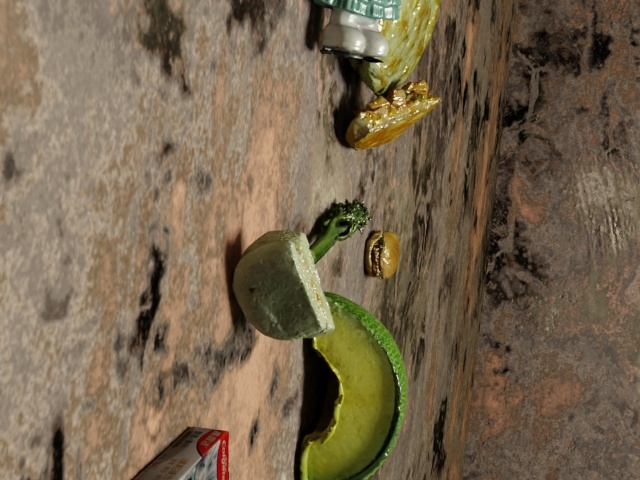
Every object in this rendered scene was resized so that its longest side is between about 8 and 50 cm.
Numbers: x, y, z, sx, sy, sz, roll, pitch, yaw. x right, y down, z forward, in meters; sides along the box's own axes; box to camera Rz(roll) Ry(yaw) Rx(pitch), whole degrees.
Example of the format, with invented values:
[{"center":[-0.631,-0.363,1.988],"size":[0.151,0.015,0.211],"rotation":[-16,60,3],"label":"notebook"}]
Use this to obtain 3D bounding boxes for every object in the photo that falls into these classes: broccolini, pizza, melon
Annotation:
[{"center":[0.000,0.000,1.153],"size":[0.054,0.051,0.239],"rotation":[51,30,0],"label":"broccolini"},{"center":[0.092,-0.166,1.271],"size":[0.046,0.134,0.175],"rotation":[60,4,5],"label":"pizza"},{"center":[0.055,0.191,1.256],"size":[0.169,0.129,0.265],"rotation":[-29,123,-74],"label":"melon"}]

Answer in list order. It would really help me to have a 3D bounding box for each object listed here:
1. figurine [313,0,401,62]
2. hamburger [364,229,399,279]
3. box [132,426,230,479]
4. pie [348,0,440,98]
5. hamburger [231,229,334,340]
[{"center":[0.058,-0.324,1.073],"size":[0.138,0.110,0.245],"rotation":[0,104,-41],"label":"figurine"},{"center":[0.096,0.023,1.471],"size":[0.083,0.044,0.076],"rotation":[-51,145,-66],"label":"hamburger"},{"center":[-0.131,0.215,0.773],"size":[0.218,0.040,0.055],"rotation":[-36,129,-69],"label":"box"},{"center":[0.087,-0.287,1.245],"size":[0.201,0.090,0.248],"rotation":[-68,162,-7],"label":"pie"},{"center":[-0.043,0.051,0.938],"size":[0.054,0.084,0.121],"rotation":[-72,144,-59],"label":"hamburger"}]
